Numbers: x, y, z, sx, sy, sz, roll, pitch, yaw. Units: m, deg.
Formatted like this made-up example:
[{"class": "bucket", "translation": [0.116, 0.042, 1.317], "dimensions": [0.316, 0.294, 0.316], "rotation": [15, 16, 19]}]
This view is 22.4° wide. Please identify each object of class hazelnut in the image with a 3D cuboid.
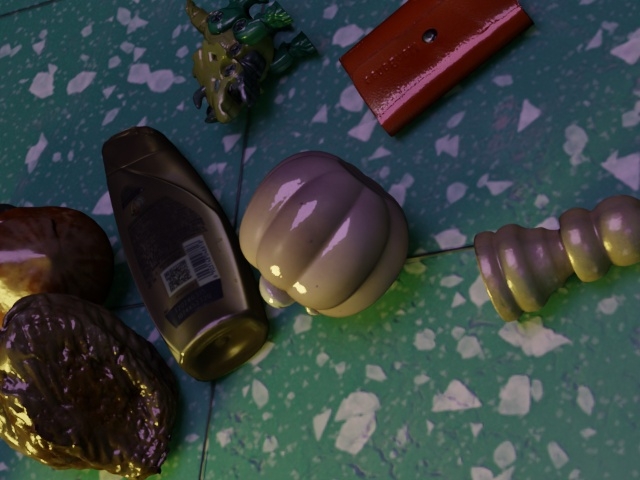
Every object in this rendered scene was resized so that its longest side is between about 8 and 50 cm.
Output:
[{"class": "hazelnut", "translation": [-0.327, 0.045, 1.882], "dimensions": [0.182, 0.182, 0.182], "rotation": [-16, 56, 26]}]

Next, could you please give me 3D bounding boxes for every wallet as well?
[{"class": "wallet", "translation": [0.124, -0.224, 1.808], "dimensions": [0.204, 0.045, 0.142], "rotation": [-39, 49, 10]}]

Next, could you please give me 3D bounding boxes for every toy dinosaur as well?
[{"class": "toy dinosaur", "translation": [-0.102, -0.246, 1.954], "dimensions": [0.153, 0.094, 0.259], "rotation": [-34, 42, 9]}]

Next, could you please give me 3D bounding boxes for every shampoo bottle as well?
[{"class": "shampoo bottle", "translation": [-0.164, -0.001, 1.849], "dimensions": [0.125, 0.084, 0.350], "rotation": [-36, 49, 8]}]

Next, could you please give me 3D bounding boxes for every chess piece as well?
[{"class": "chess piece", "translation": [0.241, 0.006, 1.571], "dimensions": [0.170, 0.094, 0.094], "rotation": [-24, 53, 16]}]

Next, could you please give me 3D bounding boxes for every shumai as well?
[{"class": "shumai", "translation": [-0.273, 0.165, 1.808], "dimensions": [0.185, 0.218, 0.184], "rotation": [158, 133, -72]}]

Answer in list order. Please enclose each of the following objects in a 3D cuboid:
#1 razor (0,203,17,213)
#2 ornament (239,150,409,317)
[{"class": "razor", "translation": [-0.410, 0.026, 2.019], "dimensions": [0.090, 0.054, 0.148], "rotation": [3, 65, 35]}, {"class": "ornament", "translation": [0.000, 0.000, 1.682], "dimensions": [0.177, 0.177, 0.177], "rotation": [-16, 56, 26]}]
